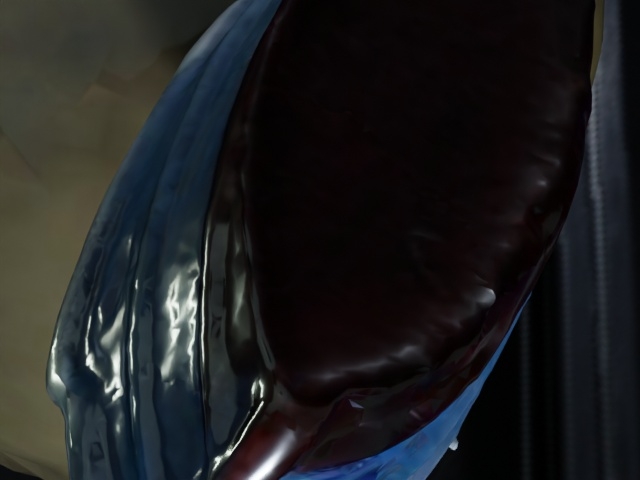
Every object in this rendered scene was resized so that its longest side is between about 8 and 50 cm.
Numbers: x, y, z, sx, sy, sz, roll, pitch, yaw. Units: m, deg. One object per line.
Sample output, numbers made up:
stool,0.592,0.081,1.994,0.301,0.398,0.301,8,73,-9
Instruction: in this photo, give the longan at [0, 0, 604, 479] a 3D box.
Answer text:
longan,-0.071,-0.095,0.908,0.404,0.404,0.436,24,-125,0

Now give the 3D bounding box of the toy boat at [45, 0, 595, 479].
toy boat,0.000,0.000,0.607,0.129,0.142,0.309,32,-132,-7
